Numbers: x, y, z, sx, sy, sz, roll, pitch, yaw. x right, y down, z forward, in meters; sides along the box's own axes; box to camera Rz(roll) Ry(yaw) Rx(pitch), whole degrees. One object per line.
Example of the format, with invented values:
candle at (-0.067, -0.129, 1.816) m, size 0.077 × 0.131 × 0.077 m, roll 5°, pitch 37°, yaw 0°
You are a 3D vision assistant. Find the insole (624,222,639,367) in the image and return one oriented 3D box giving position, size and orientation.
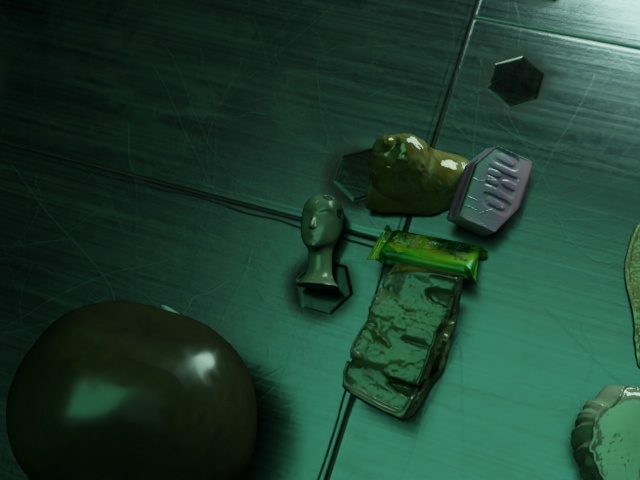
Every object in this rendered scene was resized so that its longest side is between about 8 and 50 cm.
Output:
insole at (0.513, 0.086, 1.462) m, size 0.081 × 0.011 × 0.248 m, roll -1°, pitch 72°, yaw 10°

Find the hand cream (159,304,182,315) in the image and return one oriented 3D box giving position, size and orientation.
hand cream at (-0.289, 0.193, 1.577) m, size 0.076 × 0.047 × 0.174 m, roll 32°, pitch 90°, yaw 17°

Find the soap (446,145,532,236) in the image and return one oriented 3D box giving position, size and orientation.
soap at (0.276, -0.083, 1.525) m, size 0.100 × 0.056 × 0.149 m, roll 25°, pitch 76°, yaw -13°

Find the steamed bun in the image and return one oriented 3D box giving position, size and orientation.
steamed bun at (0.451, 0.297, 1.357) m, size 0.182 × 0.106 × 0.183 m, roll -3°, pitch 75°, yaw 11°

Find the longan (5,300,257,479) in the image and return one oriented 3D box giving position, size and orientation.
longan at (-0.271, 0.256, 1.389) m, size 0.360 × 0.361 × 0.361 m, roll -3°, pitch 72°, yaw 10°

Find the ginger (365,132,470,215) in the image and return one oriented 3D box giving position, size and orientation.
ginger at (0.169, -0.121, 1.549) m, size 0.193 × 0.123 × 0.115 m, roll -1°, pitch 60°, yaw 2°

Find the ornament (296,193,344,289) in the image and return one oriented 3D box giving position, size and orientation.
ornament at (0.000, 0.000, 1.559) m, size 0.074 × 0.081 × 0.156 m, roll -1°, pitch 76°, yaw 27°

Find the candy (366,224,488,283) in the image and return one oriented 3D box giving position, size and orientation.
candy at (0.173, 0.021, 1.514) m, size 0.178 × 0.102 × 0.032 m, roll 12°, pitch 119°, yaw 18°

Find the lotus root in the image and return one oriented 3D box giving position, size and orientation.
lotus root at (0.132, 0.153, 1.453) m, size 0.119 × 0.138 × 0.235 m, roll 20°, pitch 78°, yaw 22°
